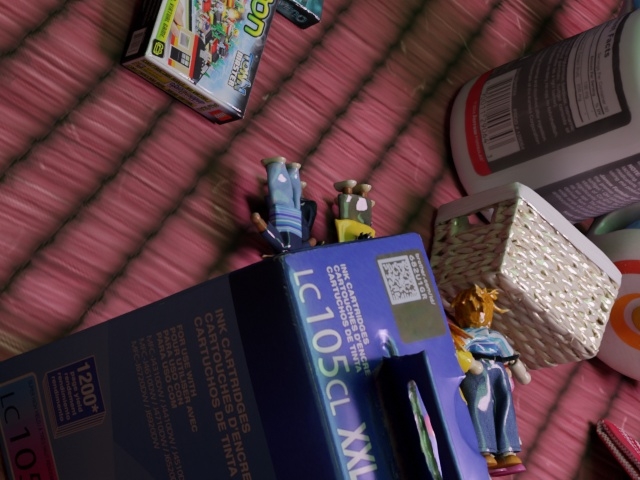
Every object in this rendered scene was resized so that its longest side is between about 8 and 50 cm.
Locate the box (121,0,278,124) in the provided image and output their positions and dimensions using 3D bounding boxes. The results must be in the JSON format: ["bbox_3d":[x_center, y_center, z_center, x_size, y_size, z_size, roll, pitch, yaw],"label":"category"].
[{"bbox_3d":[-0.091,-0.217,1.594,0.114,0.036,0.207,30,64,-34],"label":"box"}]

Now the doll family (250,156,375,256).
[{"bbox_3d":[0.000,0.000,1.606,0.193,0.076,0.111,14,69,-38],"label":"doll family"}]

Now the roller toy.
[{"bbox_3d":[0.349,0.046,1.867,0.191,0.209,0.146,32,46,4],"label":"roller toy"}]

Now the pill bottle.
[{"bbox_3d":[0.296,-0.125,1.781,0.176,0.318,0.176,21,61,-42],"label":"pill bottle"}]

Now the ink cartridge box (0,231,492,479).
[{"bbox_3d":[-0.034,0.159,1.253,0.151,0.395,0.270,-9,80,-48],"label":"ink cartridge box"}]

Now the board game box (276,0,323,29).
[{"bbox_3d":[-0.038,-0.305,1.719,0.126,0.026,0.186,32,53,-34],"label":"board game box"}]

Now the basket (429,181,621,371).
[{"bbox_3d":[0.190,0.039,1.760,0.167,0.113,0.103,40,53,-29],"label":"basket"}]

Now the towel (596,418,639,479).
[{"bbox_3d":[0.408,0.287,1.868,0.275,0.031,0.199,32,13,-35],"label":"towel"}]

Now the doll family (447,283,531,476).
[{"bbox_3d":[0.123,0.122,1.646,0.263,0.118,0.163,6,70,-45],"label":"doll family"}]

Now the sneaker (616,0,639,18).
[{"bbox_3d":[0.357,-0.190,1.928,0.087,0.092,0.228,-5,97,-50],"label":"sneaker"}]
